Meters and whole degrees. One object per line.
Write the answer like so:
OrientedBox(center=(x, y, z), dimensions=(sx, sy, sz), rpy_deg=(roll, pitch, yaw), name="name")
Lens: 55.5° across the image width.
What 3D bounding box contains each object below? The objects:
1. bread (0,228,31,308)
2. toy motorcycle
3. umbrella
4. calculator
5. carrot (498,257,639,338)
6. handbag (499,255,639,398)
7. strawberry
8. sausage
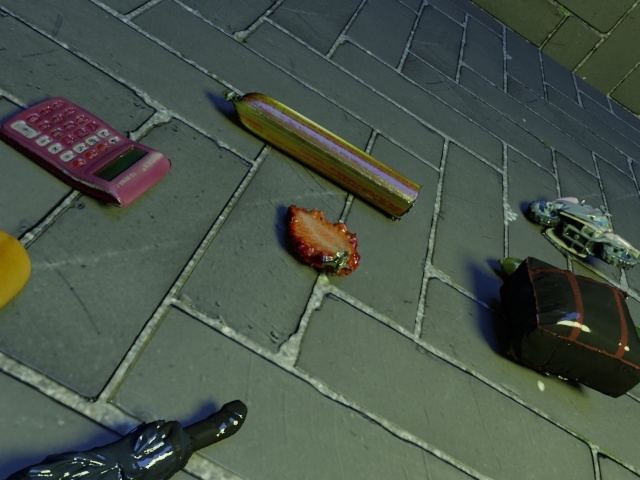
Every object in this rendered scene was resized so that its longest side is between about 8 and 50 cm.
OrientedBox(center=(-0.359, 0.067, 0.531), dimensions=(0.092, 0.074, 0.239), rpy_deg=(38, 38, -7), name="bread")
OrientedBox(center=(0.594, -0.032, 1.344), dimensions=(0.239, 0.108, 0.204), rpy_deg=(50, 39, 16), name="toy motorcycle")
OrientedBox(center=(-0.162, 0.203, 0.552), dimensions=(0.248, 0.071, 0.071), rpy_deg=(-6, 54, -46), name="umbrella")
OrientedBox(center=(-0.305, -0.117, 0.799), dimensions=(0.190, 0.034, 0.127), rpy_deg=(31, 39, 1), name="calculator")
OrientedBox(center=(0.477, 0.133, 1.116), dimensions=(0.358, 0.074, 0.074), rpy_deg=(33, 38, -3), name="carrot")
OrientedBox(center=(0.403, 0.134, 0.983), dimensions=(0.215, 0.155, 0.169), rpy_deg=(22, 47, -7), name="handbag")
OrientedBox(center=(0.000, 0.003, 0.901), dimensions=(0.103, 0.048, 0.152), rpy_deg=(-6, 38, -33), name="strawberry")
OrientedBox(center=(-0.004, -0.155, 1.040), dimensions=(0.371, 0.082, 0.082), rpy_deg=(30, 38, -7), name="sausage")
